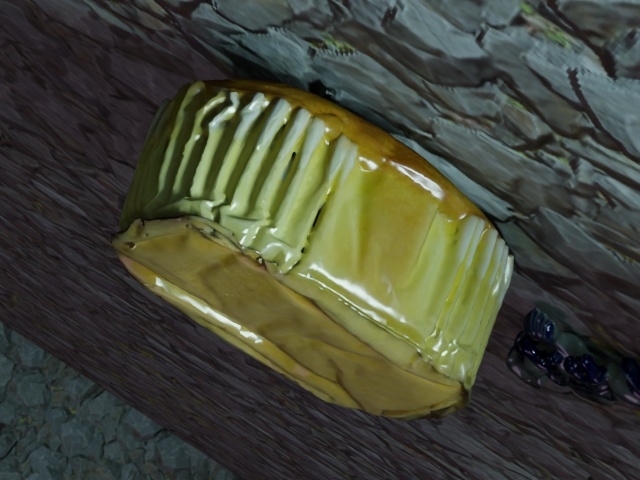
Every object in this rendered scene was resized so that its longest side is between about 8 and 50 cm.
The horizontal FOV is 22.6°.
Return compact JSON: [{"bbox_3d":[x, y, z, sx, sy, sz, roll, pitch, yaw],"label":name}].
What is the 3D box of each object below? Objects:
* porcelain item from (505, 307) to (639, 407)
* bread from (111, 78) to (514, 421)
[{"bbox_3d":[0.134,0.061,0.857,0.075,0.021,0.136,45,162,-29],"label":"porcelain item"},{"bbox_3d":[0.000,0.000,0.765,0.190,0.114,0.132,29,160,-24],"label":"bread"}]
